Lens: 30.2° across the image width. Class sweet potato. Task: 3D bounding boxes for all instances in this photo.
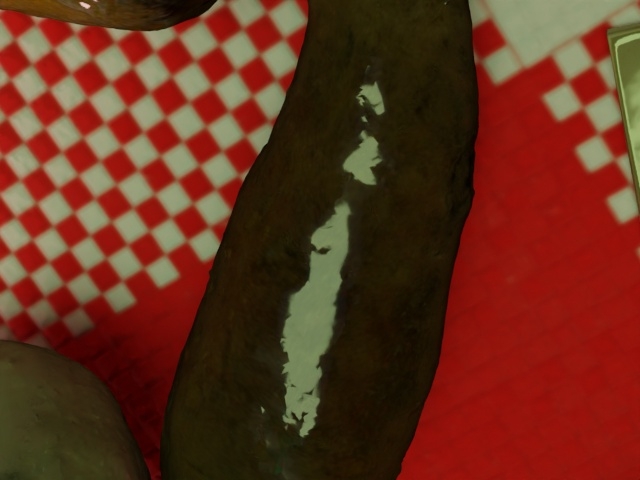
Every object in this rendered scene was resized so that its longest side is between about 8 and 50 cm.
[{"bbox_3d":[0.005,-0.001,0.577,0.130,0.130,0.423,13,104,6],"label":"sweet potato"}]

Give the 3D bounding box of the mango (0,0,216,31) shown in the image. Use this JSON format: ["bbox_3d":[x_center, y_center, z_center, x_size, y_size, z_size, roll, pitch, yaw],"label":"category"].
[{"bbox_3d":[-0.181,-0.190,0.513,0.329,0.176,0.176,18,124,0],"label":"mango"}]

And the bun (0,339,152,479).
[{"bbox_3d":[-0.171,0.200,0.629,0.179,0.283,0.283,25,118,-40],"label":"bun"}]

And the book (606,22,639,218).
[{"bbox_3d":[0.187,-0.056,0.574,0.077,0.014,0.111,-11,107,13],"label":"book"}]
